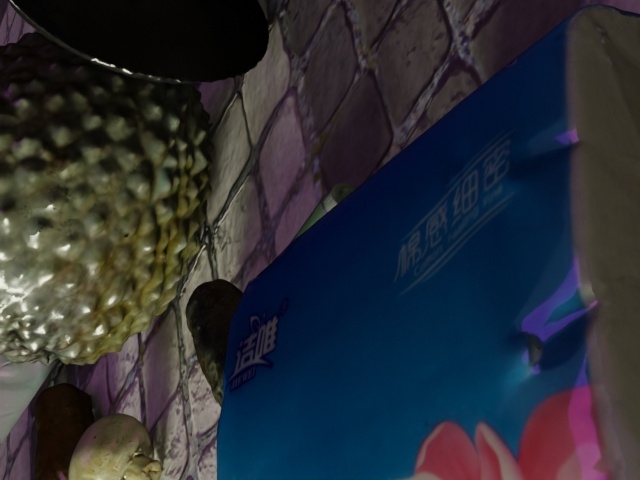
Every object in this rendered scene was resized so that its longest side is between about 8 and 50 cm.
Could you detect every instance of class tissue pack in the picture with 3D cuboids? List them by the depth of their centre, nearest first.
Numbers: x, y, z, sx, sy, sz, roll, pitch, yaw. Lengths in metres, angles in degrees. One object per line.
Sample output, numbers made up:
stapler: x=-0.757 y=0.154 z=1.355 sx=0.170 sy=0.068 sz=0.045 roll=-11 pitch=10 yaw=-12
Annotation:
tissue pack: x=0.064 y=0.056 z=0.523 sx=0.269 sy=0.137 sz=0.209 roll=-40 pitch=43 yaw=55

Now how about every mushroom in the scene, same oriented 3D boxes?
mushroom: x=-0.164 y=0.181 z=1.040 sx=0.067 sy=0.083 sz=0.084 roll=15 pitch=94 yaw=23

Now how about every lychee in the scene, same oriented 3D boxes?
lychee: x=-0.206 y=-0.034 z=1.020 sx=0.274 sy=0.255 sz=0.255 roll=-34 pitch=41 yaw=16

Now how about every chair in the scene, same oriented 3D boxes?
chair: x=-0.059 y=-0.322 z=0.859 sx=0.401 sy=0.226 sz=0.227 roll=-57 pitch=32 yaw=36

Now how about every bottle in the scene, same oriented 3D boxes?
bottle: x=0.000 y=0.000 z=0.816 sx=0.083 sy=0.030 sz=0.030 roll=-54 pitch=34 yaw=40

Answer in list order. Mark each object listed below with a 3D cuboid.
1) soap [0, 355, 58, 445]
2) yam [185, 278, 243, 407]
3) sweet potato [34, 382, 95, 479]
soap: x=-0.357 y=0.055 z=1.367 sx=0.109 sy=0.192 sz=0.324 roll=-19 pitch=62 yaw=60
yam: x=-0.039 y=0.093 z=0.826 sx=0.274 sy=0.061 sz=0.061 roll=47 pitch=122 yaw=62
sweet potato: x=-0.239 y=0.190 z=1.214 sx=0.233 sy=0.062 sz=0.081 roll=-122 pitch=47 yaw=-60
